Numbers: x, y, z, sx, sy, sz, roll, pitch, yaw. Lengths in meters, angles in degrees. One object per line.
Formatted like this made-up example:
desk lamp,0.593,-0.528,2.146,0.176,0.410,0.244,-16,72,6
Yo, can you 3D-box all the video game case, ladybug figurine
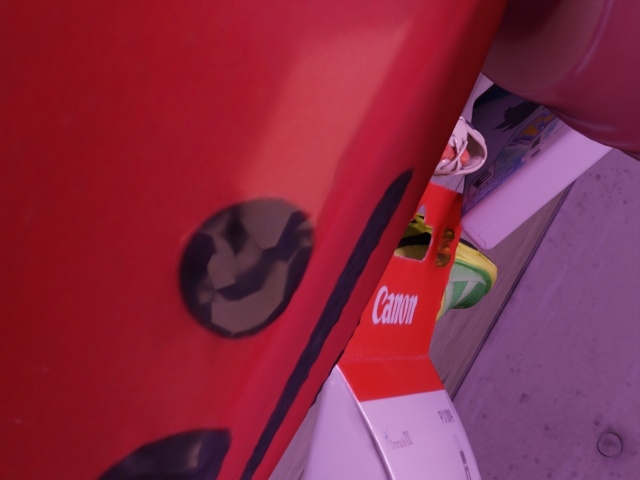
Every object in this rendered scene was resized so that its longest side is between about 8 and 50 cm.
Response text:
video game case,0.243,-0.158,1.413,0.329,0.036,0.300,-42,-168,20
ladybug figurine,-0.066,-0.010,0.599,0.449,0.162,0.305,-64,169,21

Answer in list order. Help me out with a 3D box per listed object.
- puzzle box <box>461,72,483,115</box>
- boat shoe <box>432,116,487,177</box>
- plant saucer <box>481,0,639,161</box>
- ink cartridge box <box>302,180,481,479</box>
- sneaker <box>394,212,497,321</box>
puzzle box,0.000,0.000,1.245,0.409,0.052,0.272,-62,170,10
boat shoe,0.080,-0.063,1.188,0.049,0.043,0.137,-62,168,8
plant saucer,0.085,-0.180,0.626,0.084,0.332,0.332,-15,154,-14
ink cartridge box,0.071,0.152,1.296,0.308,0.091,0.385,11,93,-74
sneaker,0.063,0.038,1.535,0.123,0.109,0.295,-60,161,9
